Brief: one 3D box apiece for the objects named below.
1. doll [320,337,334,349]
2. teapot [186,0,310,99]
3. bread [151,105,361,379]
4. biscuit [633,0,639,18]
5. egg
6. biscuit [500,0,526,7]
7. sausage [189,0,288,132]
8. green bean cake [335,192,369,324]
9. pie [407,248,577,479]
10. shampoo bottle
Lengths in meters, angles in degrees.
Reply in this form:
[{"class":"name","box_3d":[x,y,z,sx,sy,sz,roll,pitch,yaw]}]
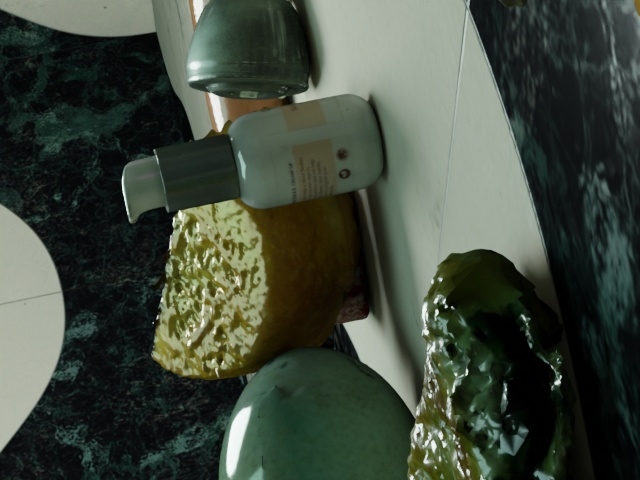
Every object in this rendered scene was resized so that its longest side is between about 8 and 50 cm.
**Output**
[{"class":"doll","box_3d":[-0.012,0.197,1.594,0.195,0.153,0.258,36,-124,-74]},{"class":"teapot","box_3d":[-0.051,-0.183,1.458,0.111,0.149,0.108,0,87,44]},{"class":"bread","box_3d":[-0.049,0.023,1.296,0.139,0.143,0.229,33,126,33]},{"class":"biscuit","box_3d":[0.112,-0.115,0.474,0.160,0.030,0.249,93,163,-64]},{"class":"egg","box_3d":[0.007,0.197,1.235,0.169,0.169,0.236,110,146,-76]},{"class":"biscuit","box_3d":[0.058,-0.231,0.680,0.188,0.040,0.265,167,91,-85]},{"class":"sausage","box_3d":[-0.083,-0.193,1.645,0.086,0.086,0.289,-125,26,-72]},{"class":"green bean cake","box_3d":[0.000,0.000,1.424,0.135,0.056,0.135,-131,29,-75]},{"class":"pie","box_3d":[0.106,0.192,0.847,0.296,0.078,0.371,123,136,-79]},{"class":"shampoo bottle","box_3d":[-0.052,-0.058,1.189,0.074,0.192,0.074,169,90,-84]}]
